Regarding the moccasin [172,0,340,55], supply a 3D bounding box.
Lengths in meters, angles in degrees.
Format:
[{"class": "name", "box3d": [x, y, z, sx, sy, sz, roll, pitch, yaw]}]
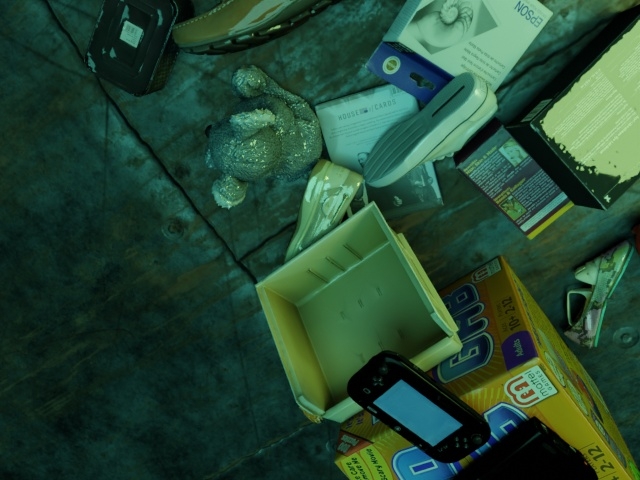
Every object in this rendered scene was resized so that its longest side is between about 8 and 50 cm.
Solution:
[{"class": "moccasin", "box3d": [-0.072, -0.411, 0.909, 0.380, 0.139, 0.147, -22, 101, 19]}]

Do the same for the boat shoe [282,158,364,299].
[{"class": "boat shoe", "box3d": [0.000, 0.000, 1.068, 0.098, 0.109, 0.302, 20, 119, 5]}]

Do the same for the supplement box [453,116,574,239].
[{"class": "supplement box", "box3d": [0.333, -0.107, 0.997, 0.188, 0.081, 0.104, 42, 112, -9]}]

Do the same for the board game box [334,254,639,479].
[{"class": "board game box", "box3d": [0.288, 0.316, 1.026, 0.356, 0.356, 0.356, -34, 103, 20]}]

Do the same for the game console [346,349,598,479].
[{"class": "game console", "box3d": [0.189, 0.293, 0.814, 0.361, 0.044, 0.213, 38, 112, -7]}]

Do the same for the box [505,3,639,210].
[{"class": "box", "box3d": [0.453, -0.204, 0.889, 0.261, 0.103, 0.184, -45, 97, 3]}]

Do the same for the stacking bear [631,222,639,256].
[{"class": "stacking bear", "box3d": [0.682, 0.010, 0.955, 0.289, 0.175, 0.164, 5, 110, 15]}]

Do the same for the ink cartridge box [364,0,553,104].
[{"class": "ink cartridge box", "box3d": [0.216, -0.311, 0.897, 0.223, 0.045, 0.224, 18, 119, -33]}]

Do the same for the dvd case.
[{"class": "dvd case", "box3d": [0.108, -0.154, 1.042, 0.179, 0.029, 0.238, -13, 109, 14]}]

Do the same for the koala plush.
[{"class": "koala plush", "box3d": [-0.109, -0.163, 0.960, 0.203, 0.221, 0.196, 27, 114, 2]}]

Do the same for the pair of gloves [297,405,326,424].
[{"class": "pair of gloves", "box3d": [-0.001, 0.372, 1.283, 0.074, 0.010, 0.083, 44, 111, -9]}]

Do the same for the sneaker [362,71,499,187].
[{"class": "sneaker", "box3d": [0.184, -0.163, 0.962, 0.091, 0.094, 0.258, 25, 133, -36]}]

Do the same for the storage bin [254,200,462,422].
[{"class": "storage bin", "box3d": [0.058, 0.124, 0.968, 0.262, 0.260, 0.123, -35, 142, 13]}]

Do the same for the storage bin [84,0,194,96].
[{"class": "storage bin", "box3d": [-0.313, -0.355, 0.997, 0.122, 0.084, 0.180, 29, 114, -3]}]

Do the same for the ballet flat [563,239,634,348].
[{"class": "ballet flat", "box3d": [0.502, 0.096, 1.065, 0.079, 0.077, 0.221, 19, 115, 22]}]
